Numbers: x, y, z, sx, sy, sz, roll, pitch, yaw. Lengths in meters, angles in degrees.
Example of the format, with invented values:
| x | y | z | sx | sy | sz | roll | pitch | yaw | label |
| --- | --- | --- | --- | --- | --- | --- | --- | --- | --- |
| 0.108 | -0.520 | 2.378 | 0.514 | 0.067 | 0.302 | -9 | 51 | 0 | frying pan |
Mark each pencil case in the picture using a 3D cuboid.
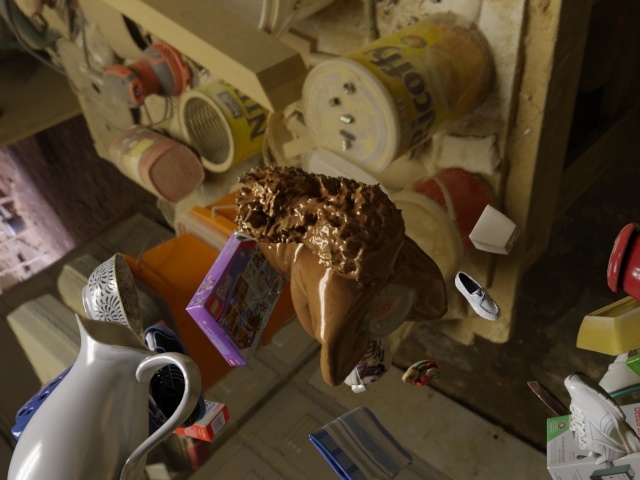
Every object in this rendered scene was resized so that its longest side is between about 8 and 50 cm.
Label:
| x | y | z | sx | sy | sz | roll | pitch | yaw | label |
| --- | --- | --- | --- | --- | --- | --- | --- | --- | --- |
| 0.060 | 0.208 | 1.561 | 0.160 | 0.183 | 0.410 | -3 | 124 | 35 | pencil case |

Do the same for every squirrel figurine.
| x | y | z | sx | sy | sz | roll | pitch | yaw | label |
| --- | --- | --- | --- | --- | --- | --- | --- | --- | --- |
| 0.000 | 0.000 | 1.090 | 0.370 | 0.281 | 0.396 | 41 | 158 | 42 | squirrel figurine |

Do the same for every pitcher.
| x | y | z | sx | sy | sz | roll | pitch | yaw | label |
| --- | --- | --- | --- | --- | --- | --- | --- | --- | --- |
| -0.211 | 0.195 | 0.588 | 0.178 | 0.207 | 0.125 | 11 | 169 | 35 | pitcher |

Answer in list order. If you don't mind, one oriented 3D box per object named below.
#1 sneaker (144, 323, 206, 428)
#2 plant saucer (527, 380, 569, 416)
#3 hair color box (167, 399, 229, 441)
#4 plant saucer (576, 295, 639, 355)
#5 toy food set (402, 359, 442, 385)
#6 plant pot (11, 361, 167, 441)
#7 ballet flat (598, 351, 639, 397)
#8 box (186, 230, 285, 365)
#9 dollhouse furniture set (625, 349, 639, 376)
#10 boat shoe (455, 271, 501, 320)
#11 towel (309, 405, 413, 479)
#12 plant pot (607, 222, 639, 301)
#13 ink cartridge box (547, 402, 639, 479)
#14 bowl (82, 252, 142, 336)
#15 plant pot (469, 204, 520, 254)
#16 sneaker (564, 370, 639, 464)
| x | y | z | sx | sy | sz | roll | pitch | yaw | label |
| --- | --- | --- | --- | --- | --- | --- | --- | --- | --- |
| -0.321 | 0.283 | 1.241 | 0.081 | 0.090 | 0.232 | -34 | 77 | 14 | sneaker |
| 0.756 | 0.520 | 1.940 | 0.168 | 0.029 | 0.168 | 41 | -171 | -8 | plant saucer |
| -0.337 | 0.464 | 1.550 | 0.167 | 0.093 | 0.053 | 1 | 116 | 26 | hair color box |
| 0.845 | 0.184 | 1.525 | 0.333 | 0.333 | 0.080 | 43 | -158 | -80 | plant saucer |
| 0.223 | 0.290 | 1.286 | 0.083 | 0.083 | 0.020 | 42 | -163 | -39 | toy food set |
| -0.468 | 0.377 | 1.209 | 0.236 | 0.236 | 0.212 | 53 | 165 | -8 | plant pot |
| 0.981 | 0.384 | 1.780 | 0.139 | 0.401 | 0.139 | 171 | 90 | -76 | ballet flat |
| -0.199 | 0.134 | 1.469 | 0.057 | 0.293 | 0.200 | -12 | 123 | 29 | box |
| 0.695 | 0.228 | 1.240 | 0.058 | 0.152 | 0.076 | 46 | 143 | 5 | dollhouse furniture set |
| 0.488 | 0.167 | 1.826 | 0.184 | 0.066 | 0.063 | 57 | 177 | 30 | boat shoe |
| 0.112 | 0.535 | 1.518 | 0.209 | 0.285 | 0.034 | 45 | 112 | 23 | towel |
| 0.756 | 0.059 | 1.328 | 0.174 | 0.191 | 0.191 | 16 | 132 | 36 | plant pot |
| 0.810 | 0.593 | 1.679 | 0.289 | 0.211 | 0.121 | -22 | 107 | 29 | ink cartridge box |
| -0.408 | 0.115 | 1.141 | 0.170 | 0.080 | 0.170 | 166 | 90 | -83 | bowl |
| 0.496 | -0.020 | 1.652 | 0.096 | 0.109 | 0.109 | 29 | 176 | 31 | plant pot |
| 0.639 | 0.425 | 1.369 | 0.297 | 0.129 | 0.111 | 51 | -172 | -21 | sneaker |
